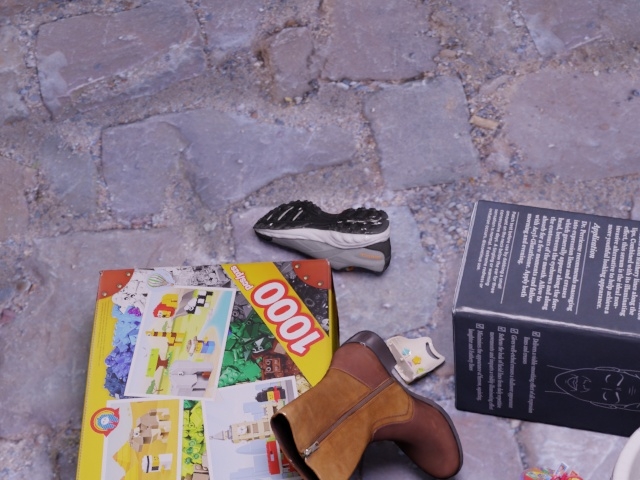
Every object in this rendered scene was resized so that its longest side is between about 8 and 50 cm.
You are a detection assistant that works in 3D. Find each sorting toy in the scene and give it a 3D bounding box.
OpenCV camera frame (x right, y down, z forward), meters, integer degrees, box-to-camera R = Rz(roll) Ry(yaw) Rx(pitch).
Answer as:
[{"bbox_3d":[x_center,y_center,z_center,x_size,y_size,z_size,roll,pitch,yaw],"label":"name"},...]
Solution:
[{"bbox_3d":[0.157,0.188,2.146,0.075,0.045,0.083,-23,54,-19],"label":"sorting toy"}]

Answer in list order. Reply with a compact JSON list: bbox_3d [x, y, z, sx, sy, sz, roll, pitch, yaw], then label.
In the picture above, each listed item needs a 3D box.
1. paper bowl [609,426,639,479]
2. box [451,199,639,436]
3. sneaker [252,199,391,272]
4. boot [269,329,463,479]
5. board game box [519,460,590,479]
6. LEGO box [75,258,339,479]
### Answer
[{"bbox_3d":[0.544,0.386,1.880,0.284,0.148,0.284,-1,60,2],"label":"paper bowl"},{"bbox_3d":[0.408,0.127,2.003,0.395,0.293,0.212,9,56,12],"label":"box"},{"bbox_3d":[0.000,0.000,2.264,0.271,0.108,0.100,10,37,34],"label":"sneaker"},{"bbox_3d":[0.075,0.284,1.878,0.096,0.264,0.280,-26,9,32],"label":"boot"},{"bbox_3d":[0.371,0.371,1.941,0.168,0.033,0.133,35,22,27],"label":"board game box"},{"bbox_3d":[-0.158,0.290,2.009,0.372,0.193,0.500,-3,54,3],"label":"LEGO box"}]
